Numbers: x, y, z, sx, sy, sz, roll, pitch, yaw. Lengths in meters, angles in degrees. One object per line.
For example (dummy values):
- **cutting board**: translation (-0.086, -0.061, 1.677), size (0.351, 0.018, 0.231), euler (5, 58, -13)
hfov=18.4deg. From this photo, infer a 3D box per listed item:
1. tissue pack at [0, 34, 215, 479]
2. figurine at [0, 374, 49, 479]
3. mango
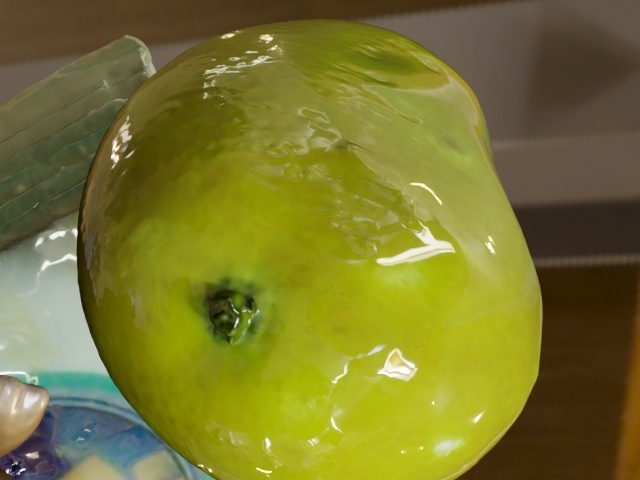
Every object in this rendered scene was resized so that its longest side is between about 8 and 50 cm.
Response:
- **tissue pack**: translation (-0.190, 0.112, 1.058), size (0.388, 0.287, 0.162), euler (-29, -148, 0)
- **figurine**: translation (-0.215, 0.129, 0.781), size (0.247, 0.177, 0.173), euler (2, -105, 31)
- **mango**: translation (-0.008, -0.001, 0.797), size (0.273, 0.185, 0.149), euler (-98, -151, -56)
